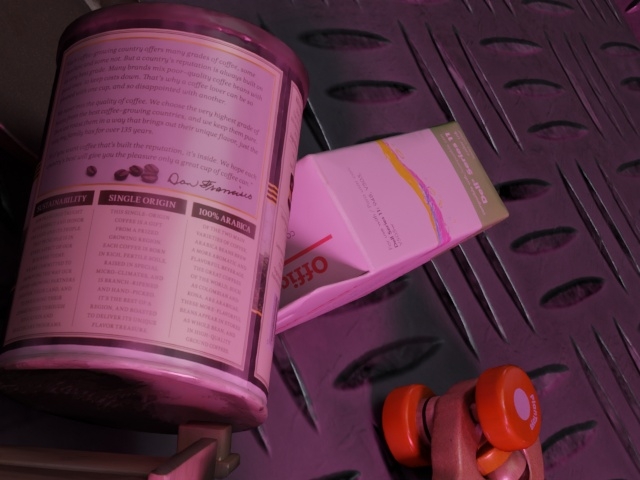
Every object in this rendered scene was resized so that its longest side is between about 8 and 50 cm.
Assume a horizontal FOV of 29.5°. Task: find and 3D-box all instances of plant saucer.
[{"bbox_3d":[-0.245,-0.175,1.083,0.310,0.050,0.311,40,36,-37],"label":"plant saucer"}]

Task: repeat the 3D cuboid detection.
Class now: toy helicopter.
[{"bbox_3d":[0.178,0.310,1.205,0.235,0.140,0.355,35,49,-44],"label":"toy helicopter"}]

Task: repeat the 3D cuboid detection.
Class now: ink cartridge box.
[{"bbox_3d":[0.000,0.000,1.129,0.353,0.207,0.119,-19,80,-56],"label":"ink cartridge box"}]

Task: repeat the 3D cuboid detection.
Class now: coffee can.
[{"bbox_3d":[-0.123,-0.010,0.922,0.201,0.201,0.275,25,62,-39],"label":"coffee can"}]

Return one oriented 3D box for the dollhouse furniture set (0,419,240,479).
[{"bbox_3d":[-0.236,0.209,0.743,0.355,0.303,0.174,6,88,-81],"label":"dollhouse furniture set"}]
